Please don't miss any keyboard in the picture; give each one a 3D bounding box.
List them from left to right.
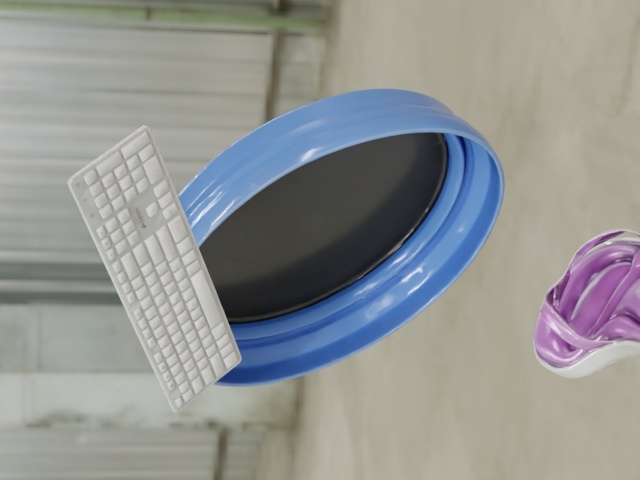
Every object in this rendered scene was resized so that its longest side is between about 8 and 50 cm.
[{"bbox_3d":[-0.119,0.028,1.169,0.014,0.072,0.256,40,157,42],"label":"keyboard"}]

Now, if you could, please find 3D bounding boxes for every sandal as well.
[{"bbox_3d":[0.317,0.055,1.754,0.416,0.102,0.169,152,140,-72],"label":"sandal"}]

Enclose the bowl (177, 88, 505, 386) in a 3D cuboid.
[{"bbox_3d":[0.000,0.000,1.595,0.077,0.391,0.391,59,152,31],"label":"bowl"}]
